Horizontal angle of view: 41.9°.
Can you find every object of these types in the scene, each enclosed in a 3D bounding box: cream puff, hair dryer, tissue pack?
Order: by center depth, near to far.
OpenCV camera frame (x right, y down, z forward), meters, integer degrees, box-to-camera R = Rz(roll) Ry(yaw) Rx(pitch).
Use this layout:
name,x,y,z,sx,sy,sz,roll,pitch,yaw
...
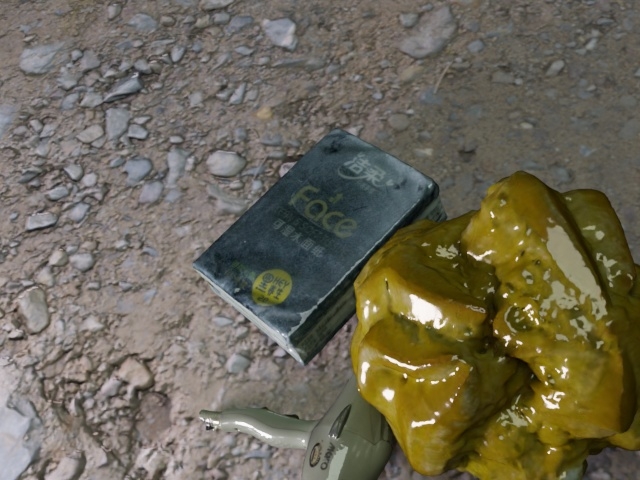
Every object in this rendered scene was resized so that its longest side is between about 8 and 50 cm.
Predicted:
name,x,y,z,sx,sy,sz,roll,pitch,yaw
cream puff,0.166,0.079,0.799,0.275,0.269,0.323,-16,57,-16
hair dryer,0.006,0.175,0.928,0.225,0.088,0.219,26,61,40
tissue pack,0.000,0.000,1.002,0.257,0.081,0.185,-45,54,-15
